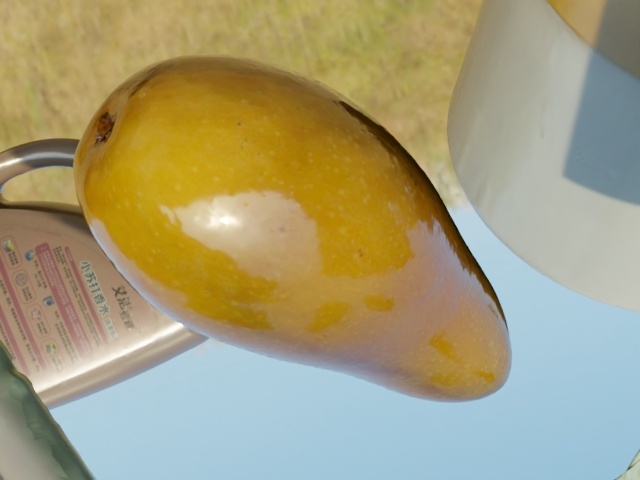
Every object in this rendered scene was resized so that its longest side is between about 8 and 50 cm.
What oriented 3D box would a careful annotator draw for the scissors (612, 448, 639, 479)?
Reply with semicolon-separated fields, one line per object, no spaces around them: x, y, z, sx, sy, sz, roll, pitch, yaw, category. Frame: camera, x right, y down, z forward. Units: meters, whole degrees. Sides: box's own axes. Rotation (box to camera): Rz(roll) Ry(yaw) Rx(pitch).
0.257;0.161;1.022;0.248;0.144;0.017;-64;-164;-18;scissors

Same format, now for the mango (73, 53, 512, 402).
0.000;0.000;0.435;0.102;0.085;0.184;28;179;44;mango

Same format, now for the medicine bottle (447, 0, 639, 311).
0.205;-0.115;0.730;0.238;0.238;0.232;-21;151;-23;medicine bottle

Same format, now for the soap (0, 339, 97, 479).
-0.134;0.145;0.353;0.208;0.347;0.115;-43;167;28;soap

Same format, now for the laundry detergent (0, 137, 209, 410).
-0.148;0.007;0.885;0.237;0.171;0.076;-25;177;4;laundry detergent
